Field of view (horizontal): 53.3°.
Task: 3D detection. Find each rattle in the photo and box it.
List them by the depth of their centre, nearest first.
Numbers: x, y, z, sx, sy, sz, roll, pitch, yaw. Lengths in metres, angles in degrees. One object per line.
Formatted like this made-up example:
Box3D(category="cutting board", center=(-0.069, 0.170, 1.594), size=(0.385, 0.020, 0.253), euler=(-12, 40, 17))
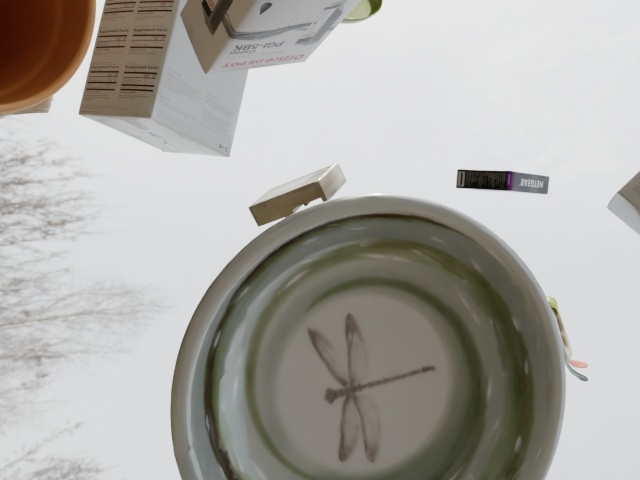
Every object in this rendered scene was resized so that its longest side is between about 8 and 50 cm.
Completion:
Box3D(category="rattle", center=(0.420, 0.207, 1.226), size=(0.143, 0.199, 0.130), euler=(-28, -138, 10))

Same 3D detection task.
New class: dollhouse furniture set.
Box3D(category="dollhouse furniture set", center=(0.000, 0.000, 1.221), size=(0.161, 0.212, 0.242), euler=(-19, -73, 29))

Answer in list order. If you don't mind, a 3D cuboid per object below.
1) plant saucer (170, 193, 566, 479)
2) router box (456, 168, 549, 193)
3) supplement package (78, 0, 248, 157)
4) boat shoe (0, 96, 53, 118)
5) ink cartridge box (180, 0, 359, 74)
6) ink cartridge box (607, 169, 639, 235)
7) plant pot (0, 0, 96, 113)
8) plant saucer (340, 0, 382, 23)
Box3D(category="plant saucer", center=(0.051, 0.153, 0.655), size=(0.100, 0.401, 0.400), euler=(-171, -100, -77))
Box3D(category="router box", center=(0.403, -0.129, 1.405), size=(0.133, 0.179, 0.046), euler=(9, -83, 43))
Box3D(category="supplement package", center=(-0.230, -0.255, 0.981), size=(0.149, 0.194, 0.203), euler=(9, -96, 27))
Box3D(category="boat shoe", center=(-0.628, -0.204, 1.081), size=(0.122, 0.341, 0.110), euler=(6, -73, 59))
Box3D(category="ink cartridge box", center=(-0.027, -0.178, 0.452), size=(0.135, 0.099, 0.056), euler=(-30, -100, 56))
Box3D(category="ink cartridge box", center=(0.589, -0.086, 0.981), size=(0.219, 0.092, 0.160), euler=(-43, -108, 0))
Box3D(category="plant pot", center=(-0.434, -0.286, 0.710), size=(0.203, 0.291, 0.290), euler=(7, -84, 36))
Box3D(category="plant saucer", center=(0.038, -0.620, 1.615), size=(0.241, 0.241, 0.037), euler=(53, -32, 24))
